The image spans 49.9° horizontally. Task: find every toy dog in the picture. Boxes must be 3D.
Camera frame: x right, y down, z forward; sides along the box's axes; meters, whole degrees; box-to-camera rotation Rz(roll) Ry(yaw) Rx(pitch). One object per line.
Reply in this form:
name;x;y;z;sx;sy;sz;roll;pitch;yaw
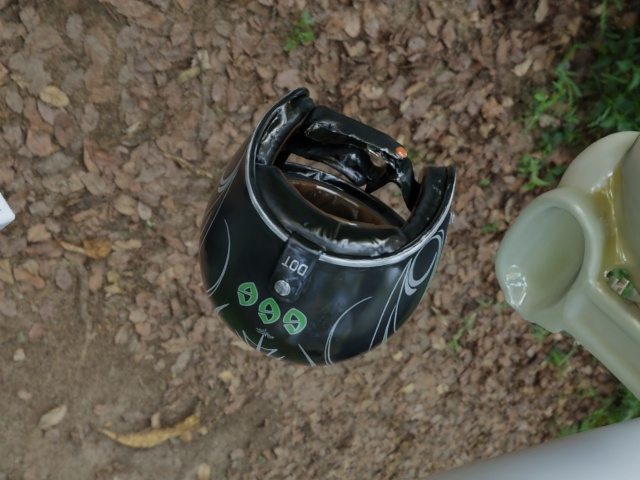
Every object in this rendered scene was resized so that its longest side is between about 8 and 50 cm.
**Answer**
toy dog;0.393;-0.061;0.550;0.408;0.284;0.395;-28;138;-22

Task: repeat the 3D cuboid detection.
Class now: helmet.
helmet;0.000;0.000;0.455;0.169;0.169;0.161;-16;154;-24

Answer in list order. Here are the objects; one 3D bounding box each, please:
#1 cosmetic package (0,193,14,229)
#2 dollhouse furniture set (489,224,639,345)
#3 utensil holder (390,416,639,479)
cosmetic package;-0.466;0.000;0.646;0.225;0.138;0.224;-28;-175;24
dollhouse furniture set;0.301;0.077;0.818;0.161;0.182;0.101;8;115;-52
utensil holder;0.288;0.381;0.762;0.386;0.327;0.327;-12;130;-15
